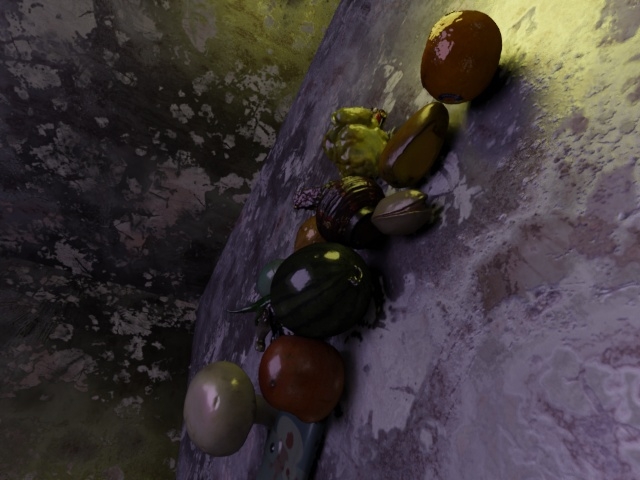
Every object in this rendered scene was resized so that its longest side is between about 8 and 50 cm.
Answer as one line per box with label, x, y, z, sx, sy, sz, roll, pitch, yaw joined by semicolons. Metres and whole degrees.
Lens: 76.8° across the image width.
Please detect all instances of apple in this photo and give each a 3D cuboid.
apple;-0.056;0.394;1.158;0.253;0.253;0.253;-49;30;42

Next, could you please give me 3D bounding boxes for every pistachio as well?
pistachio;0.220;-0.074;1.092;0.185;0.124;0.124;-27;47;56

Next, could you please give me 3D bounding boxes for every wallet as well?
wallet;-0.103;0.682;1.262;0.252;0.083;0.360;12;82;62

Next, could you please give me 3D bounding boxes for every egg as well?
egg;-0.183;0.174;1.749;0.236;0.169;0.169;-54;27;39

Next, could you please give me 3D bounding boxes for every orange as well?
orange;0.351;-0.456;1.016;0.219;0.193;0.219;2;-90;-72

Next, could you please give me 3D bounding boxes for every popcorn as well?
popcorn;0.120;-0.326;1.410;0.250;0.235;0.241;160;109;-77

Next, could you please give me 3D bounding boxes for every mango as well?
mango;0.267;-0.268;1.146;0.262;0.130;0.167;-52;23;24

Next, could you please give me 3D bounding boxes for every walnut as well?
walnut;0.000;0.000;1.466;0.226;0.193;0.193;-42;35;53

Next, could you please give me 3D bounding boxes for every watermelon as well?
watermelon;0.005;0.145;1.201;0.359;0.279;0.279;-35;40;44

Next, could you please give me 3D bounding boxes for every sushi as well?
sushi;0.033;-0.154;1.458;0.161;0.241;0.107;172;95;-70

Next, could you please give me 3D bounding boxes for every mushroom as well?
mushroom;-0.324;0.604;1.405;0.315;0.356;0.315;-48;-5;-5

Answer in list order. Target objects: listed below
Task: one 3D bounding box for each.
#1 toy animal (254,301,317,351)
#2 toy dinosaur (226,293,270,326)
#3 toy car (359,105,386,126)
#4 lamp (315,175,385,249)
toy animal;-0.105;0.303;1.434;0.344;0.194;0.302;27;102;62
toy dinosaur;-0.186;0.208;1.624;0.087;0.447;0.300;-74;-17;-64
toy car;0.170;-0.449;1.538;0.112;0.112;0.139;-9;63;65
lamp;0.093;-0.091;1.263;0.247;0.247;0.247;-49;30;42
